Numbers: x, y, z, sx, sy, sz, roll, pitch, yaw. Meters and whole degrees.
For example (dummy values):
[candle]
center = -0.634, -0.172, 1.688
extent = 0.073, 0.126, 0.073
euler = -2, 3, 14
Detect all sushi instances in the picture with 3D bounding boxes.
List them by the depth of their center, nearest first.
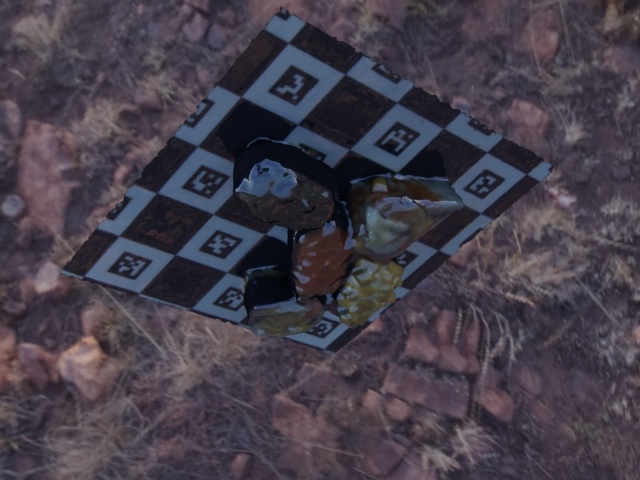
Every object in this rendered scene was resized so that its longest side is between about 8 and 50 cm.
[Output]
[sushi]
center = 0.000, 0.000, 0.887
extent = 0.343, 0.359, 0.064
euler = -44, 43, 29
